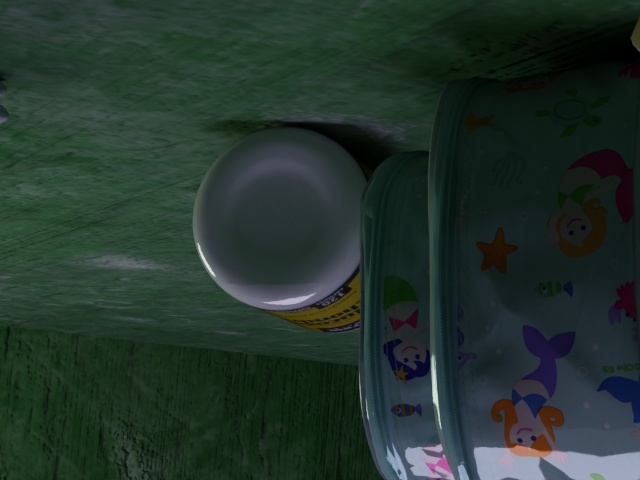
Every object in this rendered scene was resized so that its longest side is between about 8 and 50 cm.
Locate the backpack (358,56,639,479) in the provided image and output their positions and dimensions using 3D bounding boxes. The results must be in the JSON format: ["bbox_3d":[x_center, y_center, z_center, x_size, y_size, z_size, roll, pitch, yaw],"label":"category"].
[{"bbox_3d":[0.120,0.035,0.830,0.191,0.225,0.253,-4,166,19],"label":"backpack"}]

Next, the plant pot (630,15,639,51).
[{"bbox_3d":[0.150,-0.073,0.419,0.134,0.095,0.134,14,-164,-4],"label":"plant pot"}]

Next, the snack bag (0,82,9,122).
[{"bbox_3d":[-0.386,-0.084,0.940,0.342,0.037,0.323,11,169,-41],"label":"snack bag"}]

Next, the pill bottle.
[{"bbox_3d":[0.000,0.000,1.074,0.103,0.103,0.184,2,172,16],"label":"pill bottle"}]
